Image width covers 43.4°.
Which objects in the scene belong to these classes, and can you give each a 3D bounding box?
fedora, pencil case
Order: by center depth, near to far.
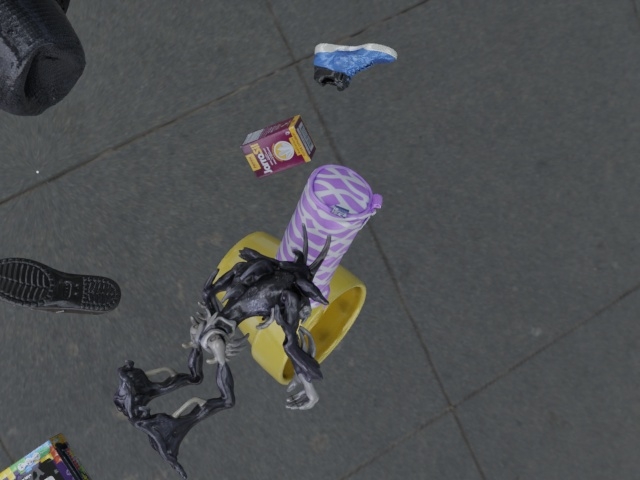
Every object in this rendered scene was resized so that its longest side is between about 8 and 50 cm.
[{"bbox_3d":[0.000,0.000,0.964,0.088,0.206,0.086,16,49,-11],"label":"pencil case"},{"bbox_3d":[-0.472,-0.290,1.255,0.334,0.334,0.152,-41,89,-12],"label":"fedora"}]

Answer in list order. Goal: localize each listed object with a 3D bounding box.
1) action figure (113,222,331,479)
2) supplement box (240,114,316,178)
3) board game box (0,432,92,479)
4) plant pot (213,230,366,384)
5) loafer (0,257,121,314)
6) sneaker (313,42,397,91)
[{"bbox_3d":[-0.082,0.109,0.851,0.276,0.164,0.141,-42,134,-18],"label":"action figure"},{"bbox_3d":[-0.056,-0.125,1.077,0.083,0.043,0.055,-18,116,22],"label":"supplement box"},{"bbox_3d":[-0.328,0.323,0.897,0.170,0.048,0.141,-34,88,-2],"label":"board game box"},{"bbox_3d":[-0.078,0.115,1.594,0.239,0.254,0.254,38,80,19],"label":"plant pot"},{"bbox_3d":[-0.444,0.089,1.328,0.220,0.078,0.080,14,68,-11],"label":"loafer"},{"bbox_3d":[0.061,-0.310,1.458,0.152,0.058,0.084,5,82,9],"label":"sneaker"}]
